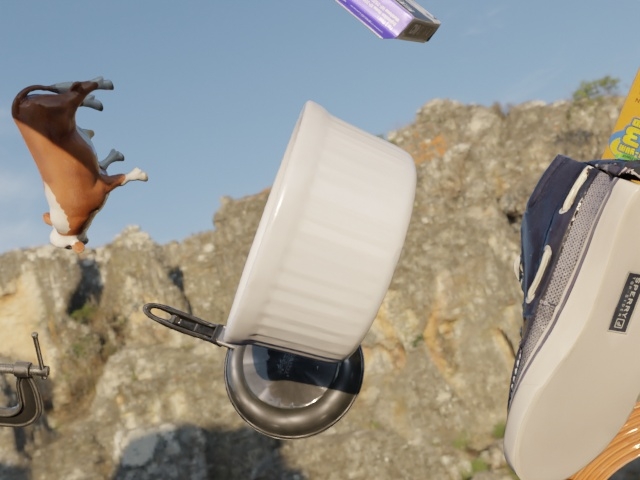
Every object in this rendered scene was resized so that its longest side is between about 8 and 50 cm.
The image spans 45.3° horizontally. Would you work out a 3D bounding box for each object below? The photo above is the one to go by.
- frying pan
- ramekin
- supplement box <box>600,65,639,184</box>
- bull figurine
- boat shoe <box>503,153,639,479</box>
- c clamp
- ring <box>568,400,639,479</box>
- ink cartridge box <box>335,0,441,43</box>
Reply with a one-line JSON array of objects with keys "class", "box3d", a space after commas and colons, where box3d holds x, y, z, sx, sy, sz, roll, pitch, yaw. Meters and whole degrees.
[{"class": "frying pan", "box3d": [-0.084, 0.129, 1.069, 0.197, 0.326, 0.053, -44, -20, -11]}, {"class": "ramekin", "box3d": [0.000, 0.000, 0.843, 0.135, 0.277, 0.277, 19, -16, -6]}, {"class": "supplement box", "box3d": [0.393, -0.143, 0.886, 0.080, 0.078, 0.234, -29, -41, -47]}, {"class": "bull figurine", "box3d": [-0.410, -0.128, 1.302, 0.101, 0.311, 0.188, 22, 47, 35]}, {"class": "boat shoe", "box3d": [0.258, 0.071, 0.798, 0.127, 0.341, 0.158, 17, 13, -20]}, {"class": "c clamp", "box3d": [-0.368, 0.151, 0.834, 0.160, 0.137, 0.022, -1, 33, 3]}, {"class": "ring", "box3d": [0.392, 0.319, 0.855, 0.336, 0.337, 0.032, -16, 15, 4]}, {"class": "ink cartridge box", "box3d": [0.048, -0.338, 1.012, 0.045, 0.206, 0.208, -53, -10, 24]}]
